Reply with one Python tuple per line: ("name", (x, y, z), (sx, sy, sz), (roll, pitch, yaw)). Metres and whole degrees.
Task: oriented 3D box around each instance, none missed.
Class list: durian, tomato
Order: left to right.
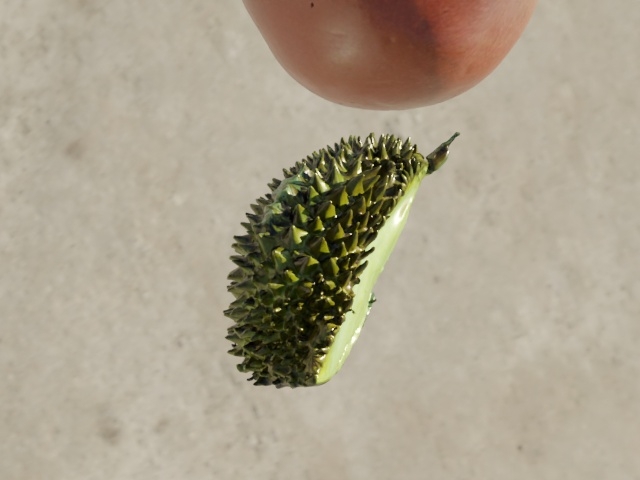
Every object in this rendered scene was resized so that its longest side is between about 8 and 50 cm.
("durian", (-0.007, -0.007, 1.126), (0.221, 0.137, 0.095), (-56, 133, -33))
("tomato", (0.074, -0.280, 1.584), (0.321, 0.321, 0.322), (14, 66, -34))
